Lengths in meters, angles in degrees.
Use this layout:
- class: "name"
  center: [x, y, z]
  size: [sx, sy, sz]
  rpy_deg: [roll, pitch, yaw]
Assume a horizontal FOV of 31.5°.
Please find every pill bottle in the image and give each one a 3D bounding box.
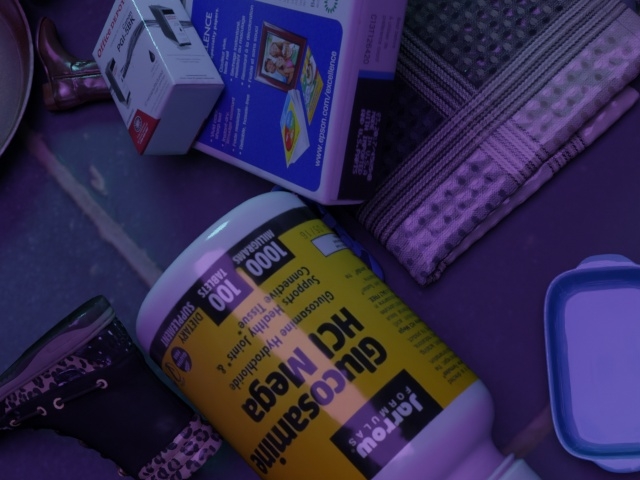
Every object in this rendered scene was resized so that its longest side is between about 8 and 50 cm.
- class: "pill bottle"
  center: [0.020, 0.133, 0.939]
  size: [0.188, 0.188, 0.334]
  rpy_deg: [-45, 77, -2]

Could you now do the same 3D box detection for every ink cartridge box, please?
- class: "ink cartridge box"
  center: [-0.044, -0.216, 1.023]
  size: [0.307, 0.072, 0.303]
  rpy_deg: [27, 114, 49]
- class: "ink cartridge box"
  center: [-0.156, -0.162, 1.071]
  size: [0.099, 0.056, 0.135]
  rpy_deg: [-55, 53, 41]

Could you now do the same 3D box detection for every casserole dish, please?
- class: "casserole dish"
  center: [0.254, 0.106, 0.983]
  size: [0.114, 0.037, 0.188]
  rpy_deg: [-5, 75, 11]

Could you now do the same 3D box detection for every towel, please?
- class: "towel"
  center: [0.115, -0.167, 1.089]
  size: [0.324, 0.056, 0.312]
  rpy_deg: [-44, 68, 1]

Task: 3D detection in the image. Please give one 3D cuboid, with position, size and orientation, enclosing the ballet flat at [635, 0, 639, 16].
- class: "ballet flat"
  center: [0.321, -0.298, 1.057]
  size: [0.077, 0.079, 0.221]
  rpy_deg: [-2, 74, 7]

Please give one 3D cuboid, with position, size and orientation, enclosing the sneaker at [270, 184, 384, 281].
- class: "sneaker"
  center: [0.000, 0.000, 1.056]
  size: [0.053, 0.059, 0.144]
  rpy_deg: [-45, 72, -4]

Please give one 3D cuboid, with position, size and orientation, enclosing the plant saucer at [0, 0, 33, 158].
- class: "plant saucer"
  center: [-0.439, -0.158, 1.201]
  size: [0.311, 0.050, 0.310]
  rpy_deg: [-3, 74, 11]

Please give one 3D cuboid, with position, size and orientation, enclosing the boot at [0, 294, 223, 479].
- class: "boot"
  center: [-0.215, 0.173, 1.033]
  size: [0.178, 0.085, 0.236]
  rpy_deg: [47, 123, -8]

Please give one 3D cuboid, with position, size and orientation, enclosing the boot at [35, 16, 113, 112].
- class: "boot"
  center: [-0.232, -0.189, 1.169]
  size: [0.114, 0.037, 0.106]
  rpy_deg: [-10, 86, 13]
